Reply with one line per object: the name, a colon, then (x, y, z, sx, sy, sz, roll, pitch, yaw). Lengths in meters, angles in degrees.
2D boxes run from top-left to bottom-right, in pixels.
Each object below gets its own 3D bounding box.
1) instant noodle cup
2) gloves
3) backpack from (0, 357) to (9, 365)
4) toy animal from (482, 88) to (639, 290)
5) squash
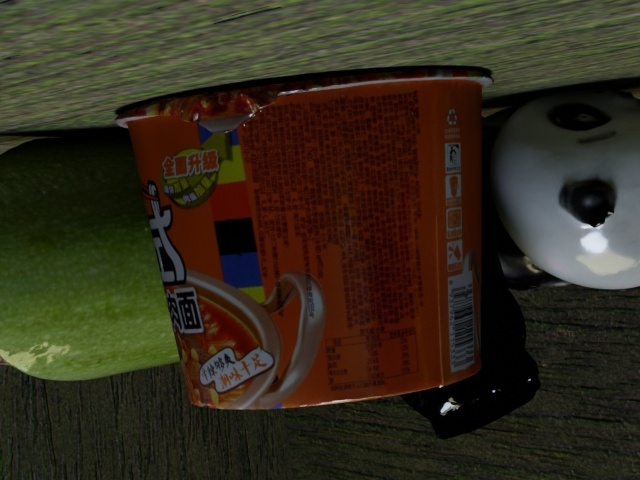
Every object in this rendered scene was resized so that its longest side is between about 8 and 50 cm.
instant noodle cup: (0.000, 0.000, 0.848, 0.250, 0.192, 0.250, -7, -179, 0)
gloves: (0.064, 0.022, 1.045, 0.152, 0.301, 0.197, -41, 161, -11)
backpack: (-0.215, 0.014, 1.238, 0.317, 0.197, 0.283, -12, 179, 12)
toy animal: (0.219, -0.042, 1.070, 0.187, 0.165, 0.235, -1, 178, -17)
squash: (-0.168, 0.012, 0.985, 0.260, 0.189, 0.189, -9, -177, -30)
